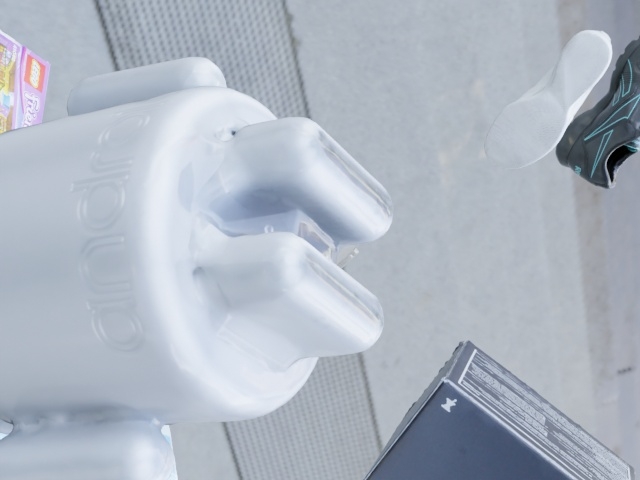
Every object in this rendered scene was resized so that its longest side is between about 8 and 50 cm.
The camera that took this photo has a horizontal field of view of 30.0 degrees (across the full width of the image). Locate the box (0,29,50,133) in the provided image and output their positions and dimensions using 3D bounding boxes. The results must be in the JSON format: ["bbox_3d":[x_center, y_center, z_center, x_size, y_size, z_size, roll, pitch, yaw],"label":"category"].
[{"bbox_3d":[-0.423,-0.118,1.426,0.201,0.057,0.293,36,54,-58],"label":"box"}]

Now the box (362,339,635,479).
[{"bbox_3d":[0.233,0.300,1.508,0.183,0.296,0.294,-54,172,10],"label":"box"}]

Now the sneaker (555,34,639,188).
[{"bbox_3d":[0.465,-0.195,1.761,0.101,0.106,0.267,11,120,-45],"label":"sneaker"}]

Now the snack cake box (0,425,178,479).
[{"bbox_3d":[-0.288,0.210,1.120,0.264,0.089,0.152,17,131,-33],"label":"snack cake box"}]

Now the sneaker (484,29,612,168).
[{"bbox_3d":[0.296,-0.177,1.519,0.212,0.080,0.094,-48,176,22],"label":"sneaker"}]

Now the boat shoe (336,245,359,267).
[{"bbox_3d":[0.000,0.000,1.277,0.075,0.065,0.206,-40,173,-3],"label":"boat shoe"}]

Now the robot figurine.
[{"bbox_3d":[-0.132,0.018,0.756,0.200,0.353,0.300,43,47,-47],"label":"robot figurine"}]
